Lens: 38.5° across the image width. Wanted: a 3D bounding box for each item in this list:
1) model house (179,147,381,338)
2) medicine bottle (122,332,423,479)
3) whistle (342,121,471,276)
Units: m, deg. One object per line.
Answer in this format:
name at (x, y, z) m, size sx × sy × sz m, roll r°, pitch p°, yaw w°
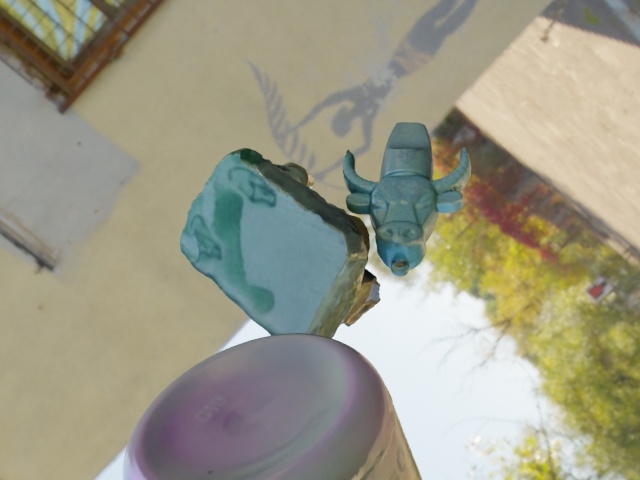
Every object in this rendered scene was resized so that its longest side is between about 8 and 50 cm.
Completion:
model house at (0.000, 0.000, 1.366) m, size 0.267 × 0.194 × 0.325 m, roll 39°, pitch -159°, yaw 24°
medicine bottle at (-0.017, 0.281, 0.885) m, size 0.256 × 0.256 × 0.324 m, roll -122°, pitch 9°, yaw -63°
whistle at (0.123, -0.064, 1.320) m, size 0.093 × 0.186 × 0.273 m, roll 74°, pitch -161°, yaw -53°
